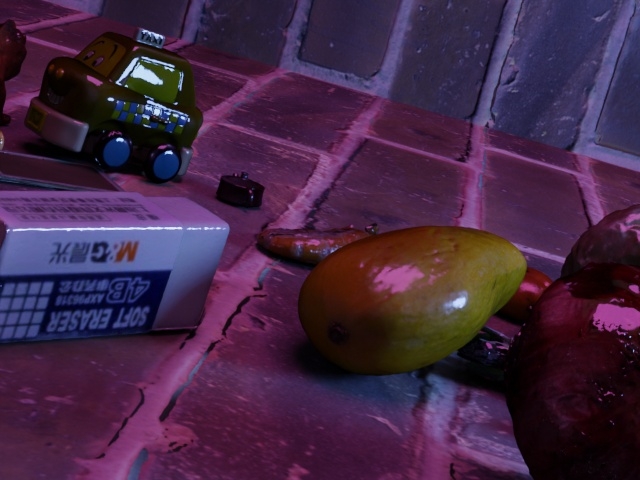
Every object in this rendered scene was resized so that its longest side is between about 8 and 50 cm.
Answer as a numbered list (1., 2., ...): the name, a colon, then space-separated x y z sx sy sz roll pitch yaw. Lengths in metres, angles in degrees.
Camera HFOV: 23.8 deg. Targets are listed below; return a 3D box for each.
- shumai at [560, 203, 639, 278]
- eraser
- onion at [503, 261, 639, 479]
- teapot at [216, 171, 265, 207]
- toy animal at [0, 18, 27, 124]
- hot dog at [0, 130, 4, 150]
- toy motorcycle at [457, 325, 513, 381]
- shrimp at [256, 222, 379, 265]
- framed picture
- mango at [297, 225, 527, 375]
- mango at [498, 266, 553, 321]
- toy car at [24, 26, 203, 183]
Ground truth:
1. shumai: 0.459 0.122 1.813 0.346 0.217 0.283 24 37 -38
2. eraser: -0.225 0.023 1.449 0.086 0.130 0.287 28 17 36
3. onion: 0.285 0.137 1.312 0.252 0.252 0.219 3 -25 -43
4. teapot: -0.112 -0.075 2.165 0.068 0.045 0.100 9 14 -21
5. toy animal: -0.500 -0.238 2.155 0.097 0.157 0.312 17 12 9
6. hot dog: -0.474 -0.143 1.990 0.071 0.045 0.165 -31 40 -31
7. toy motorcycle: 0.241 0.138 1.646 0.190 0.074 0.106 17 4 11
8. shrimp: 0.001 -0.003 1.985 0.188 0.051 0.132 2 19 -36
9. framed picture: -0.361 -0.090 2.016 0.183 0.011 0.142 8 15 -30
10. mango: 0.093 0.056 1.616 0.195 0.142 0.332 -4 7 24
11. mango: 0.253 0.067 1.967 0.080 0.060 0.114 -10 26 -26
12. toy car: -0.281 -0.209 2.171 0.248 0.198 0.204 12 13 -39
